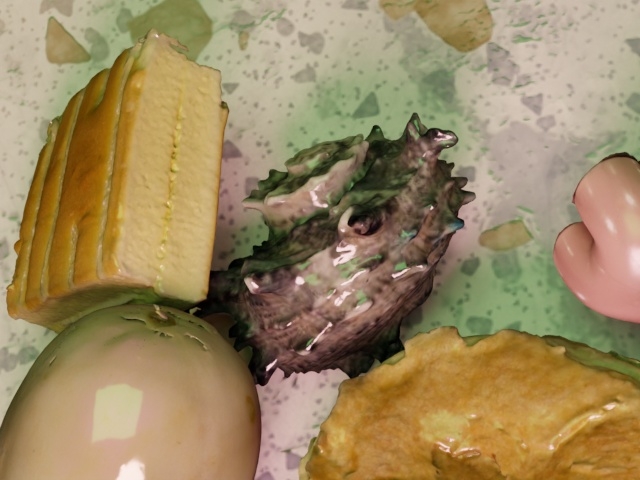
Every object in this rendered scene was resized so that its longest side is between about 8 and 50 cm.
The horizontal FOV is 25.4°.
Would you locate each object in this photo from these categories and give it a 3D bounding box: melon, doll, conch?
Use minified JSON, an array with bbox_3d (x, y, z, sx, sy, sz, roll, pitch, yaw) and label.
[{"bbox_3d":[-0.172,0.201,1.230,0.223,0.223,0.317,25,104,24],"label":"melon"},{"bbox_3d":[0.337,0.063,1.133,0.216,0.284,0.268,-3,40,-18],"label":"doll"},{"bbox_3d":[0.003,-0.002,1.297,0.313,0.186,0.241,-50,36,15],"label":"conch"}]

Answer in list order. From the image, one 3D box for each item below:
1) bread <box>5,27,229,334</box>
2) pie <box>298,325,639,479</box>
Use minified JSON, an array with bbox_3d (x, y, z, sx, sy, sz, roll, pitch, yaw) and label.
[{"bbox_3d":[-0.194,-0.044,1.349,0.239,0.111,0.246,-20,57,51],"label":"bread"},{"bbox_3d":[0.131,0.199,1.103,0.339,0.083,0.339,-9,47,10],"label":"pie"}]
